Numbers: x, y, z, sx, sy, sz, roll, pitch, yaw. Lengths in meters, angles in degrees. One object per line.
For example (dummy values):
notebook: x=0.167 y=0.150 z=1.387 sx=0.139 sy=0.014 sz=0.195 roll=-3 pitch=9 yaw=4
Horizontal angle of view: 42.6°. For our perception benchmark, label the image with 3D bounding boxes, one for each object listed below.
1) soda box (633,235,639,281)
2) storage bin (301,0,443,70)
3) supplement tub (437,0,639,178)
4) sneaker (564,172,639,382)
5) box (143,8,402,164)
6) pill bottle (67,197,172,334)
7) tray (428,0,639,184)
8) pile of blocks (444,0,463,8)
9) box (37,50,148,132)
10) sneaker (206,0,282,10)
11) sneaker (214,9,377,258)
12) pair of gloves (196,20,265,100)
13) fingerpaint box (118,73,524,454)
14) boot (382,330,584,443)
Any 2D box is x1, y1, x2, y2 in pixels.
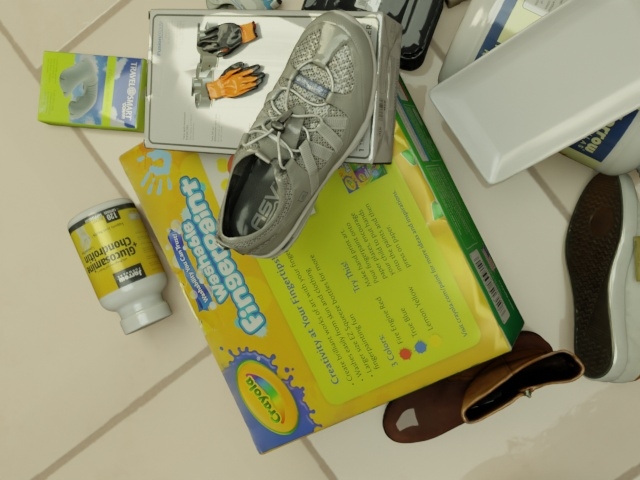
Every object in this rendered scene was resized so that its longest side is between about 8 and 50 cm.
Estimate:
soda box: x=0.500 y=0.019 z=1.076 sx=0.181 sy=0.058 sz=0.061 roll=-3 pitch=89 yaw=-26
storage bin: x=0.075 y=-0.327 z=1.158 sx=0.180 sy=0.084 sz=0.122 roll=20 pitch=93 yaw=6
supplement tub: x=0.341 y=-0.227 z=1.049 sx=0.325 sy=0.235 sz=0.235 roll=27 pitch=93 yaw=7
sneaker: x=0.412 y=0.050 z=1.126 sx=0.123 sy=0.106 sz=0.290 roll=9 pitch=81 yaw=-28
box: x=-0.059 y=-0.180 z=0.961 sx=0.290 sy=0.087 sz=0.169 roll=5 pitch=97 yaw=19
pill bottle: x=-0.286 y=0.039 z=1.192 sx=0.103 sy=0.103 sz=0.184 roll=-25 pitch=87 yaw=6
tray: x=0.271 y=-0.184 z=0.939 sx=0.270 sy=0.030 sz=0.145 roll=-30 pitch=103 yaw=31
pile of blocks: x=0.252 y=-0.501 z=1.122 sx=0.149 sy=0.112 sz=0.362 roll=17 pitch=92 yaw=7
box: x=-0.329 y=-0.221 z=1.229 sx=0.178 sy=0.042 sz=0.109 roll=6 pitch=91 yaw=8
sneaker: x=-0.152 y=-0.383 z=1.196 sx=0.191 sy=0.071 sz=0.083 roll=44 pitch=101 yaw=5
sneaker: x=-0.026 y=-0.101 z=0.848 sx=0.105 sy=0.115 sz=0.281 roll=25 pitch=104 yaw=16
pair of gloves: x=-0.101 y=-0.203 z=0.921 sx=0.074 sy=0.010 sz=0.083 roll=-10 pitch=91 yaw=20
fingerpaint box: x=0.000 y=0.000 z=1.094 sx=0.371 sy=0.163 sz=0.444 roll=-28 pitch=86 yaw=20
boot: x=0.192 y=0.207 z=1.043 sx=0.264 sy=0.280 sz=0.096 roll=-23 pitch=87 yaw=6
